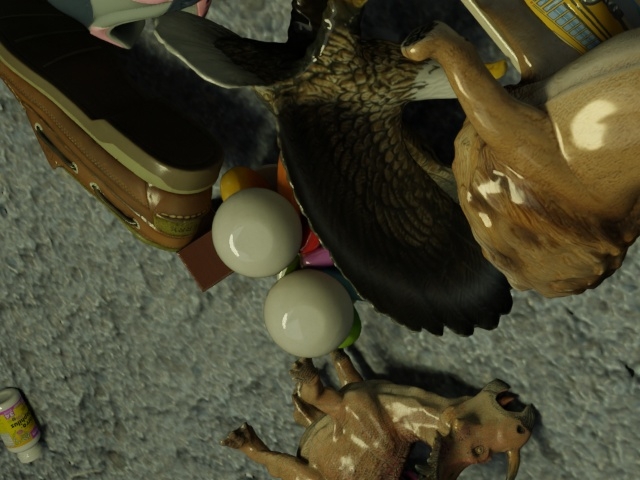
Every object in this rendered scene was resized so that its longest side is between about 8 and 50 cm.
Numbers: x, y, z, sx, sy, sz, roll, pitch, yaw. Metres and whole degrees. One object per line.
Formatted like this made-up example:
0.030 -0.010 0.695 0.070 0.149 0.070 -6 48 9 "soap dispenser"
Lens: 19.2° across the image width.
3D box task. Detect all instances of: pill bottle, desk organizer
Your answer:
-0.350 0.214 2.178 0.043 0.043 0.083 1 124 43 "pill bottle"
-0.103 0.005 1.696 0.047 0.050 0.130 57 177 -13 "desk organizer"

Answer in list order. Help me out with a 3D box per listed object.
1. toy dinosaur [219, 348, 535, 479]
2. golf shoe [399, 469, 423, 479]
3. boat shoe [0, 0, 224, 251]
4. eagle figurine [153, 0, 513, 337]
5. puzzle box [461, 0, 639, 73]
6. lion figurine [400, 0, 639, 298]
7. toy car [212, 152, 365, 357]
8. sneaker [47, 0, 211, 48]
0.037 0.201 1.706 0.200 0.127 0.296 50 135 8 "toy dinosaur"
0.102 0.280 1.755 0.306 0.115 0.140 -6 115 45 "golf shoe"
-0.212 -0.105 1.659 0.307 0.110 0.104 44 132 31 "boat shoe"
0.034 -0.088 1.397 0.225 0.226 0.298 14 131 34 "eagle figurine"
0.192 -0.216 1.272 0.409 0.052 0.272 50 143 -4 "puzzle box"
0.215 -0.096 1.205 0.392 0.142 0.240 -21 115 46 "lion figurine"
0.000 0.000 1.596 0.136 0.159 0.182 -30 100 13 "toy car"
-0.109 -0.241 1.514 0.131 0.112 0.319 44 149 -25 "sneaker"
